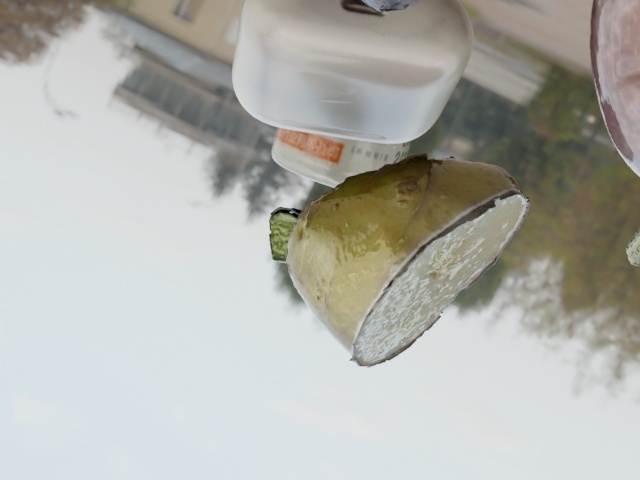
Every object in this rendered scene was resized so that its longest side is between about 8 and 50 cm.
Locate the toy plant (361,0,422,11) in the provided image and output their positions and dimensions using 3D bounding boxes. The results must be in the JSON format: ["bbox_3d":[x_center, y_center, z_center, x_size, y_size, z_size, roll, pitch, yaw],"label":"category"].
[{"bbox_3d":[0.056,-0.369,1.534,0.235,0.175,0.218,62,-154,-26],"label":"toy plant"}]

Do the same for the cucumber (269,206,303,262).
[{"bbox_3d":[0.003,-0.002,2.061,0.062,0.078,0.211,-4,175,26],"label":"cucumber"}]

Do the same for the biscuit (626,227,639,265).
[{"bbox_3d":[0.587,-0.036,2.259,0.147,0.250,0.046,10,-132,-21],"label":"biscuit"}]

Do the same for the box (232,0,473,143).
[{"bbox_3d":[0.034,-0.233,1.898,0.288,0.141,0.349,8,165,-4],"label":"box"}]

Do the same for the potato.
[{"bbox_3d":[0.089,-0.012,1.832,0.196,0.300,0.246,49,-163,20],"label":"potato"}]

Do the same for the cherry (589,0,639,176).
[{"bbox_3d":[0.365,-0.171,1.340,0.221,0.261,0.307,-26,-91,-47],"label":"cherry"}]

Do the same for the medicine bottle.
[{"bbox_3d":[0.071,-0.271,2.304,0.211,0.371,0.211,17,-169,-3],"label":"medicine bottle"}]
